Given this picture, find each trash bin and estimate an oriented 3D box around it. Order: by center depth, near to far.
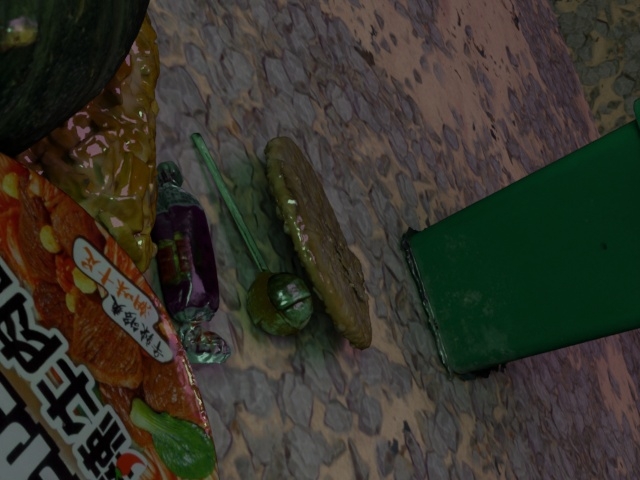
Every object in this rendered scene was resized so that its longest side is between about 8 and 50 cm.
[{"bbox_3d":[0.308,0.016,1.140,0.295,0.381,0.259,1,67,-59],"label":"trash bin"}]

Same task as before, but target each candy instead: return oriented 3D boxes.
[{"bbox_3d":[-0.105,0.017,0.785,0.043,0.045,0.175,37,38,-67],"label":"candy"},{"bbox_3d":[-0.066,-0.009,0.874,0.061,0.061,0.202,-6,66,-61],"label":"candy"}]

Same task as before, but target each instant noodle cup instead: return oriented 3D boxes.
[{"bbox_3d":[-0.192,0.104,0.410,0.250,0.192,0.250,40,38,-41],"label":"instant noodle cup"}]

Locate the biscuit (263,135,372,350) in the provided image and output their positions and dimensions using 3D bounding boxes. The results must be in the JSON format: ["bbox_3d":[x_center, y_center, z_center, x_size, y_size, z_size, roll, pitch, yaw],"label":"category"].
[{"bbox_3d":[0.001,-0.001,0.941,0.220,0.033,0.220,-24,90,-81],"label":"biscuit"}]

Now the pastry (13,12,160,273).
[{"bbox_3d":[-0.161,-0.085,0.667,0.154,0.102,0.250,74,11,-70],"label":"pastry"}]

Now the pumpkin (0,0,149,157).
[{"bbox_3d":[-0.244,-0.175,0.463,0.328,0.257,0.291,53,17,-23],"label":"pumpkin"}]
